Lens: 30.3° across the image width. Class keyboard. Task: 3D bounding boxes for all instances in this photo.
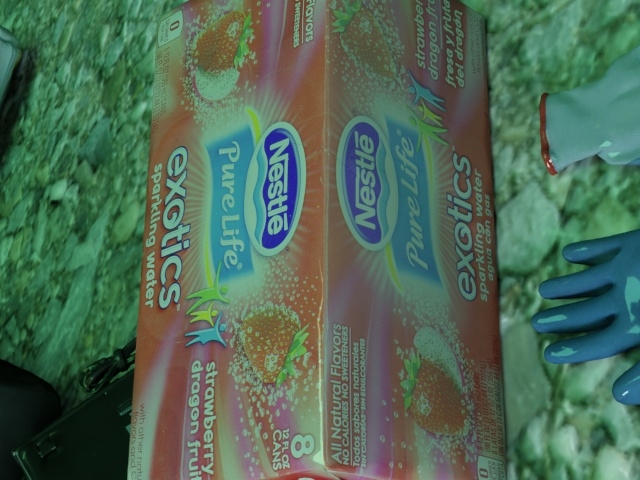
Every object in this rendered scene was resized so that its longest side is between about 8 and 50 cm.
[{"bbox_3d":[-0.110,0.104,0.762,0.180,0.023,0.108,-34,49,-13],"label":"keyboard"}]

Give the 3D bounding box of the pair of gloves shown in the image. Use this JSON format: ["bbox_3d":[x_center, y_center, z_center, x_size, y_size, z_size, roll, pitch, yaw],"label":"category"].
[{"bbox_3d":[0.172,-0.020,0.580,0.159,0.023,0.198,-17,62,44],"label":"pair of gloves"}]

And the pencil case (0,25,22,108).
[{"bbox_3d":[-0.367,-0.078,1.106,0.124,0.113,0.273,6,79,39],"label":"pencil case"}]

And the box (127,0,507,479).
[{"bbox_3d":[0.000,0.000,0.662,0.154,0.142,0.299,-18,62,41],"label":"box"}]

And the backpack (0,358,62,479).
[{"bbox_3d":[-0.405,0.152,0.941,0.355,0.290,0.273,24,101,56],"label":"backpack"}]

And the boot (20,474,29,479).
[{"bbox_3d":[-0.167,0.329,0.717,0.260,0.131,0.348,-54,43,17],"label":"boot"}]
